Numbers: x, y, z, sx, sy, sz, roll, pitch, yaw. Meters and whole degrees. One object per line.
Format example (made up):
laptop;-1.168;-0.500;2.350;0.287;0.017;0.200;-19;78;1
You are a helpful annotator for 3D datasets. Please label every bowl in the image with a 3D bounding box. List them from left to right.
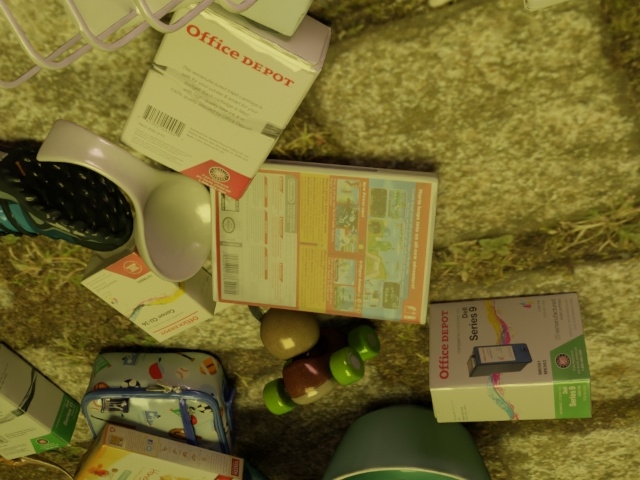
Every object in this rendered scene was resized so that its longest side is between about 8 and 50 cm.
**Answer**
bowl;0.148;0.390;1.439;0.312;0.163;0.311;5;136;5

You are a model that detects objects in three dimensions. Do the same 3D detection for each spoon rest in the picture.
spoon rest;-0.213;-0.046;1.043;0.084;0.137;0.276;7;157;37

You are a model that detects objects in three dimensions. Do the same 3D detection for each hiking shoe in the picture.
hiking shoe;-0.386;-0.056;1.113;0.304;0.113;0.132;23;142;-2

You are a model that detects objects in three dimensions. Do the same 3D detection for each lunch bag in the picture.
lunch bag;-0.259;0.304;1.449;0.243;0.114;0.303;2;137;4

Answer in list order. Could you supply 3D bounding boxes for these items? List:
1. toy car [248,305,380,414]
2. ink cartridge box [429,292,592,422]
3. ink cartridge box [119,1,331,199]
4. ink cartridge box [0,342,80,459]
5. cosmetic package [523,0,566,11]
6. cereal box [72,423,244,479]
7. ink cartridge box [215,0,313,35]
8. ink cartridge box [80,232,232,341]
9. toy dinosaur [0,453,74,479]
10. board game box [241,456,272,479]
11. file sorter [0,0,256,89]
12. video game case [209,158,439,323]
toy car;-0.034;0.133;1.258;0.155;0.149;0.188;-29;96;28
ink cartridge box;0.260;0.165;1.197;0.213;0.154;0.093;-6;134;14
ink cartridge box;-0.108;-0.171;0.947;0.159;0.092;0.218;26;135;-12
ink cartridge box;-0.546;0.281;1.481;0.153;0.086;0.208;-17;132;24
cosmetic package;0.203;-0.385;0.642;0.197;0.155;0.365;-11;133;19
cereal box;-0.270;0.387;1.423;0.240;0.047;0.173;20;134;-19
ink cartridge box;-0.130;-0.389;0.734;0.385;0.091;0.308;21;134;-14
ink cartridge box;-0.227;0.074;1.237;0.115;0.067;0.198;-27;127;30
toy dinosaur;-0.572;0.415;1.655;0.212;0.064;0.112;9;155;12
board game box;-0.048;0.499;1.453;0.254;0.079;0.336;42;170;-4
file sorter;-0.182;-0.259;0.713;0.278;0.173;0.192;-9;121;30
video game case;0.000;0.000;1.095;0.285;0.025;0.203;6;114;9
